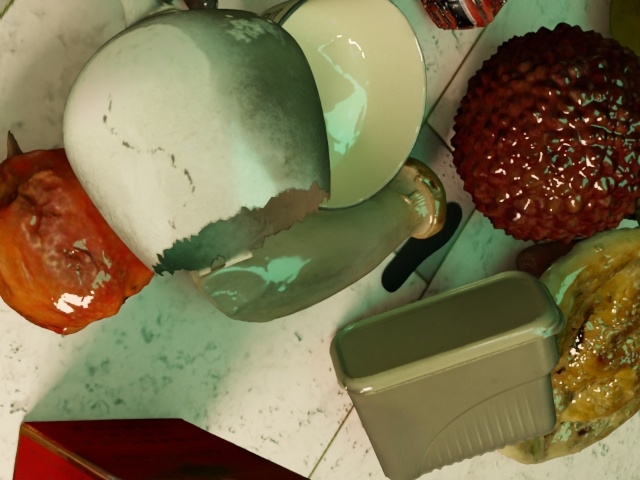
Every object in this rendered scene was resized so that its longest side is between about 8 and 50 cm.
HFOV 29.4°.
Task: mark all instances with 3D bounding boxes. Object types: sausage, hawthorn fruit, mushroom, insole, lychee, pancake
[{"bbox_3d":[0.343,0.036,1.668,0.194,0.077,0.077,-5,104,-36],"label":"sausage"},{"bbox_3d":[-0.242,0.000,1.160,0.179,0.173,0.173,25,85,-10],"label":"hawthorn fruit"},{"bbox_3d":[0.000,0.000,1.362,0.350,0.128,0.128,-27,116,-34],"label":"mushroom"},{"bbox_3d":[0.128,0.007,1.538,0.153,0.002,0.053,-48,125,-19],"label":"insole"},{"bbox_3d":[0.286,-0.125,1.482,0.264,0.300,0.264,1,80,-4],"label":"lychee"},{"bbox_3d":[0.364,0.152,1.659,0.387,0.082,0.387,-17,128,-24],"label":"pancake"}]

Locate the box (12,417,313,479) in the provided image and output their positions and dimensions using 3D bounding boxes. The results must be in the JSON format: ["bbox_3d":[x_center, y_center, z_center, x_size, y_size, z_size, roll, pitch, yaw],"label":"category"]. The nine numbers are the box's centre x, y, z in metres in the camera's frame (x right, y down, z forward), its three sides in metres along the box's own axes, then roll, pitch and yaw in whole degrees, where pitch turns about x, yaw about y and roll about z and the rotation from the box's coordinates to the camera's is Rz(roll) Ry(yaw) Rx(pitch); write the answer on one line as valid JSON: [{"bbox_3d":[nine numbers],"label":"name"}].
[{"bbox_3d":[-0.142,0.253,1.187,0.197,0.313,0.089,6,93,-38],"label":"box"}]

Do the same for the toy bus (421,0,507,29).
[{"bbox_3d":[0.218,-0.350,1.461,0.235,0.096,0.073,-53,124,-17],"label":"toy bus"}]

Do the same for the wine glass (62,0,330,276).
[{"bbox_3d":[-0.131,-0.141,1.065,0.238,0.238,0.323,-15,76,-35],"label":"wine glass"}]

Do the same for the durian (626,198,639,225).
[{"bbox_3d":[0.545,-0.152,1.680,0.112,0.191,0.341,39,67,-20],"label":"durian"}]

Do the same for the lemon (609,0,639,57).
[{"bbox_3d":[0.486,-0.311,1.611,0.204,0.204,0.260,16,98,-39],"label":"lemon"}]

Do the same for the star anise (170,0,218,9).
[{"bbox_3d":[-0.111,-0.317,1.233,0.172,0.063,0.208,-9,106,-38],"label":"star anise"}]

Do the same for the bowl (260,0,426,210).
[{"bbox_3d":[-0.010,-0.156,1.310,0.237,0.126,0.238,-10,106,-36],"label":"bowl"}]

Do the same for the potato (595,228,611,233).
[{"bbox_3d":[0.379,-0.087,1.654,0.107,0.080,0.170,-60,161,-59],"label":"potato"}]

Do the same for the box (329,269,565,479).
[{"bbox_3d":[0.164,0.165,1.474,0.274,0.138,0.178,-17,121,1],"label":"box"}]
